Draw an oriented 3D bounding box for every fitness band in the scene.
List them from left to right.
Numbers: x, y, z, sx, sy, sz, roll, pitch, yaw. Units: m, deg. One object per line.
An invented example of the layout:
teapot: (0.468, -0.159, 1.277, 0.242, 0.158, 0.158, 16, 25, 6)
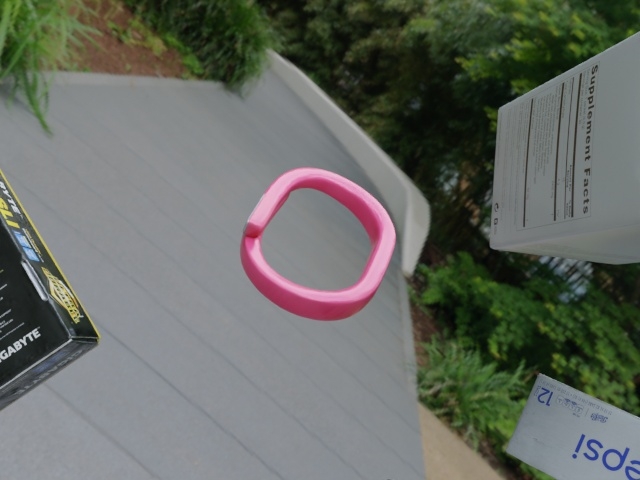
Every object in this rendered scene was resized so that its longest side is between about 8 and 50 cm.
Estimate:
fitness band: (0.000, 0.000, 1.090, 0.209, 0.054, 0.290, 30, 38, -1)

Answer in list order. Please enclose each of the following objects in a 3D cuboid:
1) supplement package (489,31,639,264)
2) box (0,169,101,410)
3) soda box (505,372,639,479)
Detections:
supplement package: (0.319, -0.077, 0.757, 0.178, 0.175, 0.293, 7, -6, -13)
box: (-0.424, 0.084, 0.752, 0.257, 0.322, 0.079, 55, -1, 12)
soda box: (0.342, 0.240, 0.757, 0.286, 0.098, 0.091, 21, -4, 40)
